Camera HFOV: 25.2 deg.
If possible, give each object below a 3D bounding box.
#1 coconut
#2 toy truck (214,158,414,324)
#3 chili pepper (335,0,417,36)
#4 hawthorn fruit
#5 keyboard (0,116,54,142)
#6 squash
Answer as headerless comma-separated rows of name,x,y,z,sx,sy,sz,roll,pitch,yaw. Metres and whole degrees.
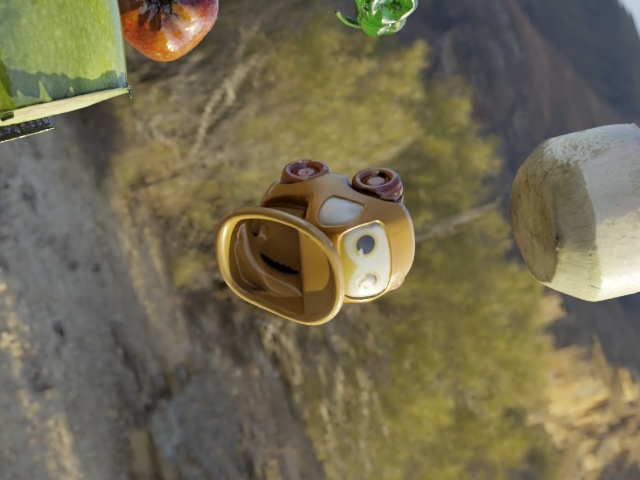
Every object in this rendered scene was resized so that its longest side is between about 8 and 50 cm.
coconut,0.374,-0.042,1.849,0.227,0.230,0.227,167,-90,-76
toy truck,0.000,0.000,2.278,0.211,0.288,0.204,-46,141,-48
chili pepper,0.066,-0.290,1.571,0.257,0.100,0.074,72,-6,-71
hawthorn fruit,-0.213,-0.326,1.959,0.203,0.163,0.162,-78,150,-86
keyboard,-0.405,-0.117,1.610,0.067,0.202,0.011,-125,-157,-50
squash,-0.346,-0.304,1.459,0.263,0.263,0.384,-67,146,-79
